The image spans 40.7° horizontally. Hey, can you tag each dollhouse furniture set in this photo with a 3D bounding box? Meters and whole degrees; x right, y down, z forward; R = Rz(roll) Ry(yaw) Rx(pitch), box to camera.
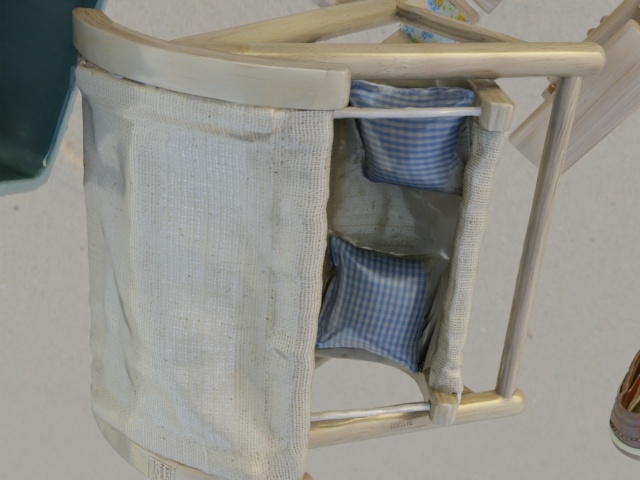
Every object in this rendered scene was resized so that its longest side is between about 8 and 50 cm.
[{"bbox_3d":[0.198,-0.297,0.943,0.394,0.256,0.362,43,129,0],"label":"dollhouse furniture set"}]

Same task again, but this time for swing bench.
[{"bbox_3d":[0.000,0.000,0.508,0.254,0.165,0.253,-15,122,-33],"label":"swing bench"}]

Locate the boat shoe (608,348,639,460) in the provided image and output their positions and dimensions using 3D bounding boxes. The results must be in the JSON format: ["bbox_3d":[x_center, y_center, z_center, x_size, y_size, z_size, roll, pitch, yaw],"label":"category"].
[{"bbox_3d":[0.405,0.122,0.950,0.257,0.095,0.095,-50,135,-24],"label":"boat shoe"}]

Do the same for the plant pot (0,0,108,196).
[{"bbox_3d":[-0.275,-0.180,0.482,0.252,0.248,0.247,21,97,-1],"label":"plant pot"}]
